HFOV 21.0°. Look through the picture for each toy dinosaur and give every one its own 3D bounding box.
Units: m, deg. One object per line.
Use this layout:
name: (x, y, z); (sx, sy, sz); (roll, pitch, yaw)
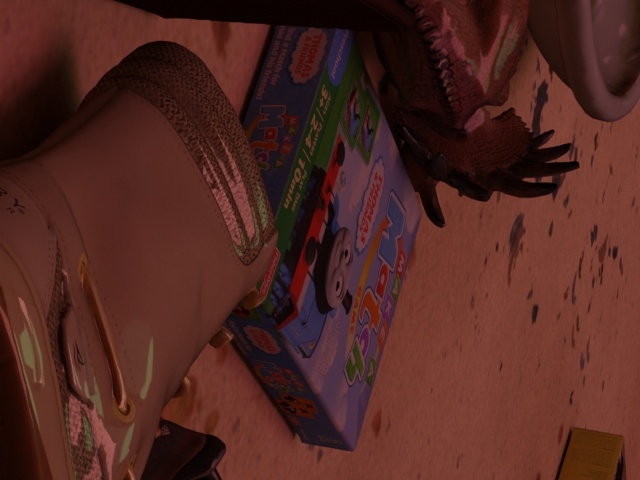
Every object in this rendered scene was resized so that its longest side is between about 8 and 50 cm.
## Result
toy dinosaur: (0.074, -0.105, 0.949); (0.296, 0.127, 0.200); (0, 96, -72)

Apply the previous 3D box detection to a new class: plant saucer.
plant saucer: (0.194, -0.288, 1.248); (0.400, 0.100, 0.400); (8, 90, -70)

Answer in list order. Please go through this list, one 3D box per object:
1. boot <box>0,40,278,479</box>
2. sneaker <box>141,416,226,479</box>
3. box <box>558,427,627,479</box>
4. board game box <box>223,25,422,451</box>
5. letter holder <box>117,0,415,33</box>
boot: (-0.085, 0.074, 0.653); (0.203, 0.095, 0.262); (-51, 140, -56)
sneaker: (-0.060, 0.148, 0.785); (0.061, 0.065, 0.158); (-59, 150, -47)
box: (0.251, 0.304, 1.709); (0.087, 0.058, 0.232); (75, 31, -48)
board game box: (0.000, 0.000, 0.927); (0.211, 0.039, 0.160); (64, 39, -59)
letter holder: (-0.011, -0.159, 0.571); (0.302, 0.214, 0.152); (3, 95, -70)
